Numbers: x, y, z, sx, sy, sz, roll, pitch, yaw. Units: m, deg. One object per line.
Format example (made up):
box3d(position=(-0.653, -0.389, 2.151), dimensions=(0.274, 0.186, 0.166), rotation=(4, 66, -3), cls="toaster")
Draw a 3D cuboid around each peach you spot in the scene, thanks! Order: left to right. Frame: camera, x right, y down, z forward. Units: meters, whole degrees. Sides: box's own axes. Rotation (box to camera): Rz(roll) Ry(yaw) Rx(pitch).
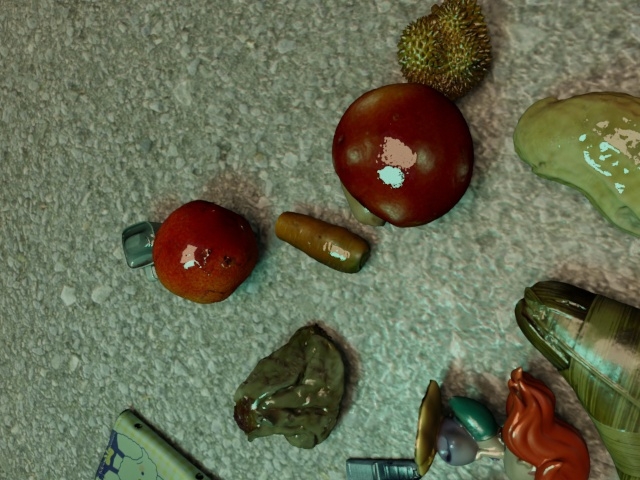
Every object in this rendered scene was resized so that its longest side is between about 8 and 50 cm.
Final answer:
box3d(position=(0.136, -0.139, 0.932), dimensions=(0.244, 0.199, 0.243), rotation=(2, 77, -8), cls="peach")

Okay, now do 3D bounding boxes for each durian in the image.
box3d(position=(0.207, -0.318, 0.949), dimensions=(0.158, 0.137, 0.167), rotation=(-13, 99, 24), cls="durian")

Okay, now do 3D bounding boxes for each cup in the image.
box3d(position=(-0.354, 0.025, 1.234), dimensions=(0.095, 0.129, 0.128), rotation=(-18, 83, 27), cls="cup")

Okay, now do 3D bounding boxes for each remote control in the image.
box3d(position=(0.119, 0.434, 1.061), dimensions=(0.153, 0.027, 0.043), rotation=(-13, 89, 28), cls="remote control")

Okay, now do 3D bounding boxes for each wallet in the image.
box3d(position=(-0.382, 0.564, 1.287), dimensions=(0.310, 0.077, 0.223), rotation=(27, 100, 26), cls="wallet")

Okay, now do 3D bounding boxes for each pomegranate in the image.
box3d(position=(-0.235, 0.029, 1.143), dimensions=(0.210, 0.210, 0.235), rotation=(64, 154, 12), cls="pomegranate")

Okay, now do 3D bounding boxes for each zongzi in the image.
box3d(position=(0.414, 0.228, 0.861), dimensions=(0.286, 0.134, 0.288), rotation=(23, 109, 31), cls="zongzi")

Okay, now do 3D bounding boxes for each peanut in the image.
box3d(position=(0.081, -0.093, 1.047), dimensions=(0.076, 0.076, 0.152), rotation=(-29, 81, 24), cls="peanut")
box3d(position=(0.450, -0.115, 0.814), dimensions=(0.158, 0.174, 0.340), rotation=(-41, 70, -15), cls="peanut")

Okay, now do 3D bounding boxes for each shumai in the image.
box3d(position=(-0.054, 0.290, 1.055), dimensions=(0.184, 0.185, 0.218), rotation=(36, 106, 22), cls="shumai")

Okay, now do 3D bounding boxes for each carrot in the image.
box3d(position=(0.000, 0.000, 1.081), dimensions=(0.194, 0.087, 0.087), rotation=(24, 101, 22), cls="carrot")

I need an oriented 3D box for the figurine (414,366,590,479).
box3d(position=(0.292, 0.307, 0.895), dimensions=(0.257, 0.181, 0.208), rotation=(4, 64, 20), cls="figurine")
